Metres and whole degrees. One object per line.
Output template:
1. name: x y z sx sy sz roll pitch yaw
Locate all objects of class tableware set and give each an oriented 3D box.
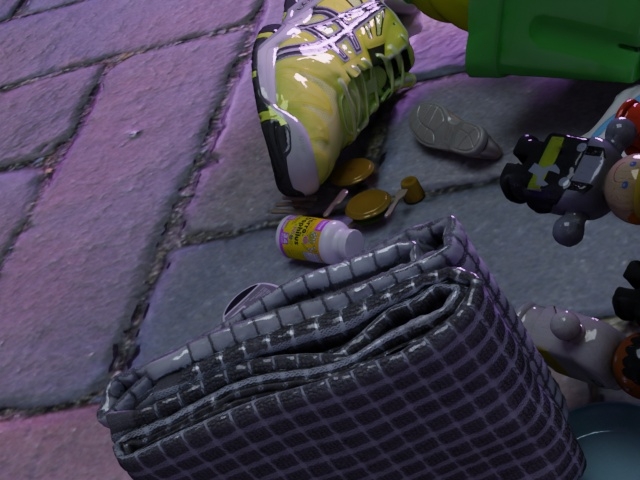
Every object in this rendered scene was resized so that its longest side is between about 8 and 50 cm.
1. tableware set: 0.032 -0.047 1.365 0.154 0.024 0.104 2 39 34

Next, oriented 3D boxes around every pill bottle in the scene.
1. pill bottle: 0.000 0.000 1.300 0.083 0.043 0.043 8 46 38

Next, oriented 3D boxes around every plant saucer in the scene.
1. plant saucer: 0.204 0.167 0.974 0.119 0.021 0.119 -16 36 12

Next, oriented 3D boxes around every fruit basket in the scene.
1. fruit basket: 0.237 -0.322 1.376 0.392 0.283 0.392 1 36 -1

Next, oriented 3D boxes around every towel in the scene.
1. towel: 0.019 0.136 0.926 0.284 0.235 0.121 -26 44 12

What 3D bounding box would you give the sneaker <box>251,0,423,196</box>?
1. sneaker: 0.022 -0.187 1.439 0.147 0.145 0.384 -2 38 13

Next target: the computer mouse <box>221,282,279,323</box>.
1. computer mouse: -0.012 0.095 1.186 0.106 0.042 0.193 -42 44 -17

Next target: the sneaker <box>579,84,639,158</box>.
1. sneaker: 0.329 -0.126 1.233 0.229 0.087 0.092 -36 33 -20

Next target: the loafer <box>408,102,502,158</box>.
1. loafer: 0.137 -0.107 1.373 0.125 0.039 0.045 33 97 54

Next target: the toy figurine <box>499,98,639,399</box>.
1. toy figurine: 0.246 0.005 0.979 0.209 0.213 0.148 -16 21 -39
